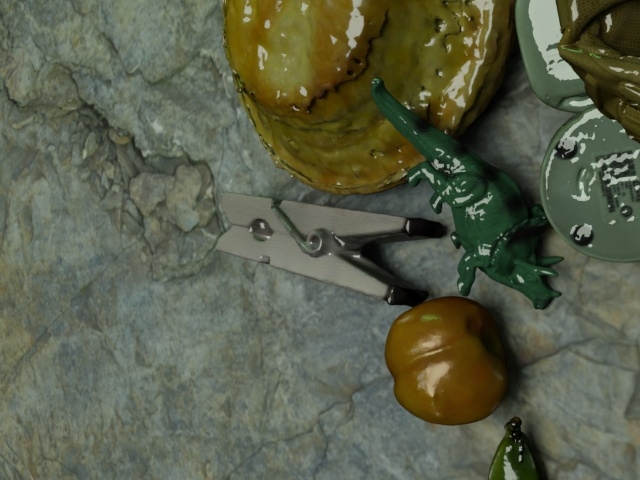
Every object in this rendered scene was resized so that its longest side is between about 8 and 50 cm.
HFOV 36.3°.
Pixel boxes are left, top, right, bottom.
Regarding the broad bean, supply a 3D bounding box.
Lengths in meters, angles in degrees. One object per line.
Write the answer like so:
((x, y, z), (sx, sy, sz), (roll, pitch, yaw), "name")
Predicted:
((0.211, 0.289, 1.024), (0.070, 0.048, 0.213), (-1, 93, 41), "broad bean")

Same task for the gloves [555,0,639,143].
((0.282, -0.165, 0.815), (0.141, 0.154, 0.331), (-25, 81, 35), "gloves")

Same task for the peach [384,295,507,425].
((0.133, 0.131, 1.041), (0.138, 0.138, 0.138), (0, 90, 42), "peach")

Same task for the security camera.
((0.281, -0.129, 0.946), (0.157, 0.080, 0.301), (-10, 94, 26), "security camera")

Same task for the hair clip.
((-0.004, 0.000, 1.192), (0.331, 0.085, 0.101), (13, 96, 43), "hair clip")

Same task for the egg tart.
((0.016, -0.268, 1.113), (0.443, 0.178, 0.443), (2, 93, 43), "egg tart")

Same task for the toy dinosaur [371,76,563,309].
((0.142, -0.040, 1.026), (0.292, 0.079, 0.120), (42, 122, 2), "toy dinosaur")
